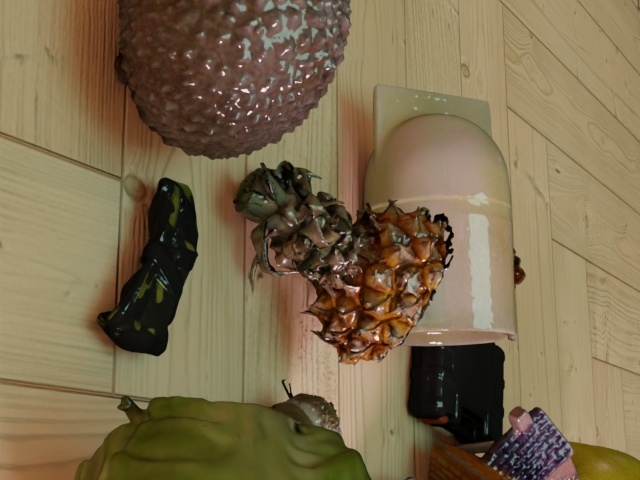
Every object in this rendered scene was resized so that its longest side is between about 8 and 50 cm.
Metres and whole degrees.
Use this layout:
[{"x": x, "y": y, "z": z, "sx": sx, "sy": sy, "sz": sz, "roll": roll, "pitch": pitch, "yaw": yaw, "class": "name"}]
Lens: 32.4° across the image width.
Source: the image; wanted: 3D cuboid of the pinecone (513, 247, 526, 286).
[{"x": 0.262, "y": 0.031, "z": 1.929, "sx": 0.150, "sy": 0.179, "sz": 0.195, "roll": -36, "pitch": 130, "yaw": -31, "class": "pinecone"}]

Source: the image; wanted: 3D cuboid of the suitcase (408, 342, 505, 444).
[{"x": 0.247, "y": 0.246, "z": 1.952, "sx": 0.285, "sy": 0.066, "sz": 0.206, "roll": 37, "pitch": 52, "yaw": -50, "class": "suitcase"}]

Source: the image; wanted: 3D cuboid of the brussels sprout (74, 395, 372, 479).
[{"x": -0.072, "y": 0.373, "z": 1.066, "sx": 0.425, "sy": 0.342, "sz": 0.361, "roll": 40, "pitch": 35, "yaw": -40, "class": "brussels sprout"}]

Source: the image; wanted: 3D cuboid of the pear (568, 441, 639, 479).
[{"x": 0.490, "y": 0.501, "z": 2.061, "sx": 0.336, "sy": 0.285, "sz": 0.285, "roll": -42, "pitch": 123, "yaw": -25, "class": "pear"}]

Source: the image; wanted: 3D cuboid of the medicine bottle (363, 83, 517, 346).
[{"x": 0.186, "y": -0.042, "z": 1.751, "sx": 0.236, "sy": 0.236, "sz": 0.406, "roll": 18, "pitch": 68, "yaw": -57, "class": "medicine bottle"}]

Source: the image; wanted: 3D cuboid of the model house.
[{"x": 0.325, "y": 0.415, "z": 1.818, "sx": 0.237, "sy": 0.202, "sz": 0.237, "roll": -37, "pitch": 127, "yaw": -12, "class": "model house"}]

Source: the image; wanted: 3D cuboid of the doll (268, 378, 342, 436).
[{"x": -0.054, "y": 0.270, "z": 1.392, "sx": 0.115, "sy": 0.105, "sz": 0.221, "roll": 40, "pitch": 36, "yaw": 3, "class": "doll"}]

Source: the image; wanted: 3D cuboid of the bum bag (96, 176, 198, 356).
[{"x": -0.186, "y": 0.029, "z": 1.274, "sx": 0.106, "sy": 0.060, "sz": 0.232, "roll": 62, "pitch": 36, "yaw": -46, "class": "bum bag"}]

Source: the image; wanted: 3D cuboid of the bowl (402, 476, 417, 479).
[{"x": 0.201, "y": 0.533, "z": 1.651, "sx": 0.345, "sy": 0.157, "sz": 0.345, "roll": -1, "pitch": 90, "yaw": -71, "class": "bowl"}]

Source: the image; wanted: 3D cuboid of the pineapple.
[{"x": 0.000, "y": 0.000, "z": 1.490, "sx": 0.272, "sy": 0.262, "sz": 0.262, "roll": 34, "pitch": 50, "yaw": -22, "class": "pineapple"}]

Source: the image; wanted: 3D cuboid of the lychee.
[{"x": -0.103, "y": -0.234, "z": 1.281, "sx": 0.300, "sy": 0.300, "sz": 0.300, "roll": 22, "pitch": 64, "yaw": -56, "class": "lychee"}]

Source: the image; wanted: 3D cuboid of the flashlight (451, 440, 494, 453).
[{"x": 0.266, "y": 0.366, "z": 1.936, "sx": 0.018, "sy": 0.083, "sz": 0.018, "roll": -18, "pitch": 95, "yaw": -59, "class": "flashlight"}]
